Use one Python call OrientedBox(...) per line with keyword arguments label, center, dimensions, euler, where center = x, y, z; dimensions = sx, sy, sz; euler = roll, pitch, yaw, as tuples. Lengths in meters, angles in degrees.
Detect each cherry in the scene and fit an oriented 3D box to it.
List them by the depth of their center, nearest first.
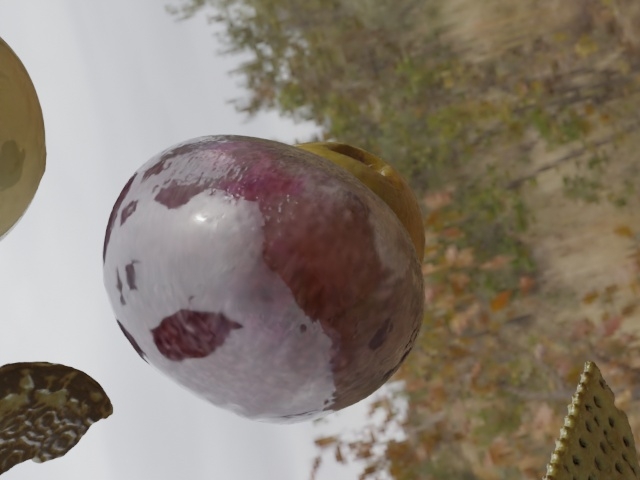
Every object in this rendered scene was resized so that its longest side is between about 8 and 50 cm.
OrientedBox(label="cherry", center=(-0.024, 0.022, 0.658), dimensions=(0.176, 0.140, 0.176), euler=(31, 173, 4))

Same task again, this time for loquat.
OrientedBox(label="loquat", center=(0.003, -0.001, 1.330), dimensions=(0.213, 0.213, 0.213), euler=(-17, -90, -87))

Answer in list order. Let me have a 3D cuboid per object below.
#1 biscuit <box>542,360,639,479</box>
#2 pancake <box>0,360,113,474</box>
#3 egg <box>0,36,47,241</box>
OrientedBox(label="biscuit", center=(0.254, 0.228, 1.184), dimensions=(0.144, 0.016, 0.203), euler=(52, -137, -19))
OrientedBox(label="pancake", center=(-0.249, 0.170, 1.021), dimensions=(0.020, 0.190, 0.184), euler=(39, 127, 41))
OrientedBox(label="egg", center=(-0.424, -0.101, 1.271), dimensions=(0.345, 0.283, 0.283), euler=(5, 117, 56))
